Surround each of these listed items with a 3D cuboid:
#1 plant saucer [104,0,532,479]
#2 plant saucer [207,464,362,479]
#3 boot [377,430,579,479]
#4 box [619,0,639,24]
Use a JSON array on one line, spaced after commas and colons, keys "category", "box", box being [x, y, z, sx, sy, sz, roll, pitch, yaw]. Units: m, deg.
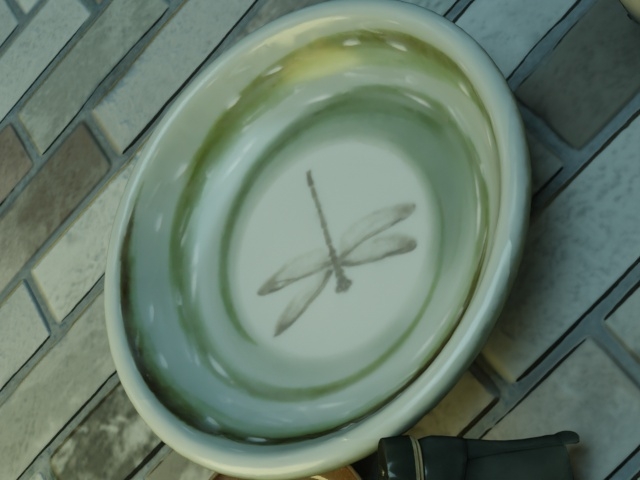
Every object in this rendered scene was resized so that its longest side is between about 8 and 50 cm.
[{"category": "plant saucer", "box": [0.000, 0.000, 0.910, 0.400, 0.100, 0.401, -14, 64, 30]}, {"category": "plant saucer", "box": [-0.027, 0.254, 0.864, 0.198, 0.036, 0.199, -15, 63, 31]}, {"category": "boot", "box": [0.114, 0.227, 0.755, 0.137, 0.077, 0.198, -4, 101, -5]}, {"category": "box", "box": [0.294, -0.138, 0.714, 0.087, 0.169, 0.290, -46, 51, 11]}]
